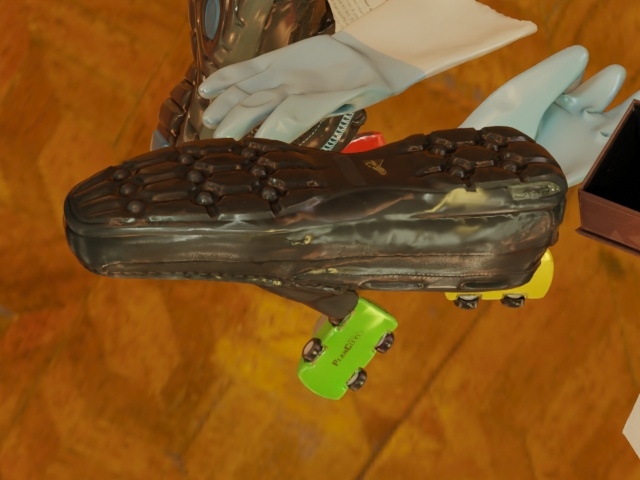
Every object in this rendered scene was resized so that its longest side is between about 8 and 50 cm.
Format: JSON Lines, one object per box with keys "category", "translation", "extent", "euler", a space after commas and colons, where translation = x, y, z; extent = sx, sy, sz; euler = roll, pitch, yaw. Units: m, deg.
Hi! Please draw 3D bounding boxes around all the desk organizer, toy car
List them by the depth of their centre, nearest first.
{"category": "desk organizer", "translation": [0.170, -0.016, 0.856], "extent": [0.130, 0.047, 0.050], "euler": [24, 135, 45]}
{"category": "toy car", "translation": [0.055, 0.038, 1.739], "extent": [0.239, 0.053, 0.225], "euler": [33, 103, -21]}

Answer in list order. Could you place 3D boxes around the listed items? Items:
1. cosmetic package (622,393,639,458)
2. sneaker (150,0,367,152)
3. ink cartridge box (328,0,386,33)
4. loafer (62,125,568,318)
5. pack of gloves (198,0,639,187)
{"category": "cosmetic package", "translation": [0.299, 0.186, 1.346], "extent": [0.099, 0.239, 0.060], "euler": [10, 119, -23]}
{"category": "sneaker", "translation": [-0.030, -0.138, 1.464], "extent": [0.140, 0.125, 0.341], "euler": [3, 141, -17]}
{"category": "ink cartridge box", "translation": [0.030, -0.206, 1.654], "extent": [0.180, 0.060, 0.104], "euler": [-24, 110, 28]}
{"category": "loafer", "translation": [0.000, 0.000, 0.858], "extent": [0.223, 0.076, 0.078], "euler": [-4, 123, -18]}
{"category": "pack of gloves", "translation": [0.061, -0.085, 1.090], "extent": [0.195, 0.232, 0.046], "euler": [34, 136, 30]}
